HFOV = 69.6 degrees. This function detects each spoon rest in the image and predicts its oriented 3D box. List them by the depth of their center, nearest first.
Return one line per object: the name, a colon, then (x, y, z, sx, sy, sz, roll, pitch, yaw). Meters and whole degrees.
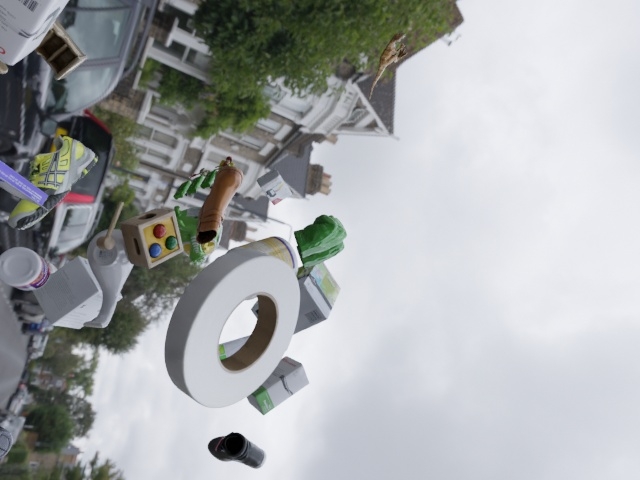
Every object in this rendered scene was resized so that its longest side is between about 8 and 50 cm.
spoon rest: (-0.603, 0.104, 1.300, 0.084, 0.137, 0.276, 95, 2, -81)

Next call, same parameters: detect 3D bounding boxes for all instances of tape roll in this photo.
tape roll: (-0.196, 0.212, 1.122, 0.072, 0.392, 0.392, 19, -89, 33)

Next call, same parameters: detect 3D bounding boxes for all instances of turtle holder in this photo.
turtle holder: (-0.568, -0.026, 2.185, 0.320, 0.243, 0.228, 31, -49, 41)

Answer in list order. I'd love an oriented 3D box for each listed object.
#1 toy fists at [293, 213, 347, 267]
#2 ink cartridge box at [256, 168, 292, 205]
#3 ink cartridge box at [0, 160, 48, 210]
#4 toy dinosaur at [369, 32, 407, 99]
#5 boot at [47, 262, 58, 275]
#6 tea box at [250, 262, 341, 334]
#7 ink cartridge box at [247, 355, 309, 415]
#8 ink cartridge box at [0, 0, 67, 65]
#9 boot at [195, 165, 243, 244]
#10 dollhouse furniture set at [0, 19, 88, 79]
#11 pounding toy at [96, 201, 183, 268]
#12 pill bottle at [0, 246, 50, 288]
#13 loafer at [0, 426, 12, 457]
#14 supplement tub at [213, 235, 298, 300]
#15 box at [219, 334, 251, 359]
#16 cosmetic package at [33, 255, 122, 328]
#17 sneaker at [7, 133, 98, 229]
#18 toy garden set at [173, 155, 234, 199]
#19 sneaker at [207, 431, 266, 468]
toy fists: (0.000, 0.000, 1.355, 0.279, 0.142, 0.096, 90, -21, -72)
ink cartridge box: (-0.258, -0.299, 2.581, 0.127, 0.175, 0.072, -32, -130, 3)
ink cartridge box: (-0.796, -0.166, 1.149, 0.208, 0.206, 0.045, 18, -112, 35)
toy dinosaur: (0.195, -0.541, 1.383, 0.112, 0.064, 0.211, -37, 163, -36)
boot: (-1.009, 0.172, 1.753, 0.086, 0.190, 0.069, -37, -138, -16)
tea box: (-0.113, 0.288, 2.291, 0.329, 0.220, 0.323, -28, -167, 24)
ink cartridge box: (-0.175, 0.559, 1.795, 0.160, 0.219, 0.093, 2, -64, 61)
ink cartridge box: (-0.637, -0.525, 0.928, 0.272, 0.198, 0.115, -25, -145, 34)
boot: (-0.388, -0.130, 1.721, 0.283, 0.109, 0.220, -36, -144, 38)
dollhouse furniture set: (-0.768, -0.506, 1.209, 0.212, 0.161, 0.242, -26, -158, 22)
pounding toy: (-0.491, -0.018, 1.253, 0.094, 0.206, 0.181, 9, -63, 31)
pill bottle: (-0.846, 0.088, 1.327, 0.193, 0.108, 0.108, 150, -48, -67)
loafer: (-0.870, 0.462, 1.025, 0.095, 0.302, 0.109, 15, -92, 39)
supplement tub: (-0.288, 0.126, 2.050, 0.241, 0.331, 0.241, 14, -68, 39)
box: (-0.396, 0.589, 2.199, 0.126, 0.262, 0.231, -31, -108, 54)
cosmetic package: (-0.802, 0.175, 1.528, 0.183, 0.151, 0.151, -36, 164, -4)
sneaker: (-0.913, -0.194, 1.527, 0.145, 0.147, 0.385, -21, -143, 37)
toy garden set: (-0.474, -0.258, 1.935, 0.244, 0.049, 0.204, -17, -147, 19)
sneaker: (-0.356, 0.792, 1.789, 0.295, 0.147, 0.105, -3, -136, 36)
